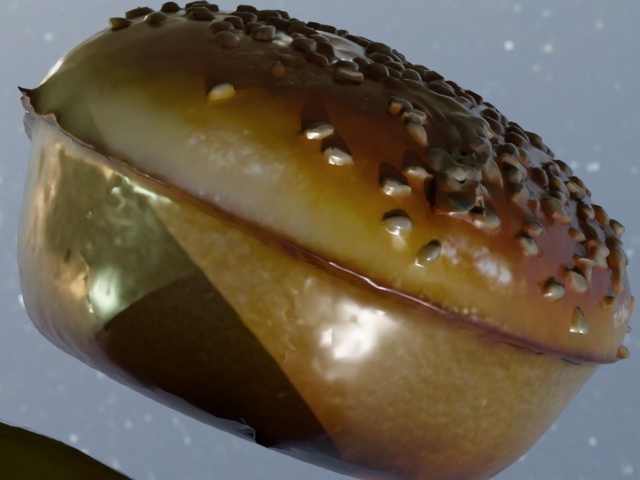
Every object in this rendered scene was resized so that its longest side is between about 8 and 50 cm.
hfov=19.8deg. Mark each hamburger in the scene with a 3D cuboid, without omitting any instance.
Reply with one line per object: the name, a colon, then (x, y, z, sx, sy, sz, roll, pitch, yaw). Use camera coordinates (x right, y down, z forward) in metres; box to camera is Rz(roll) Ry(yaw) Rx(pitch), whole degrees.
hamburger: (-0.003, -0.001, 0.630, 0.237, 0.147, 0.237, 19, 178, 1)

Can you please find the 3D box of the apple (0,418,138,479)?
apple: (-0.124, 0.227, 0.476, 0.374, 0.384, 0.374, -7, -151, 4)
